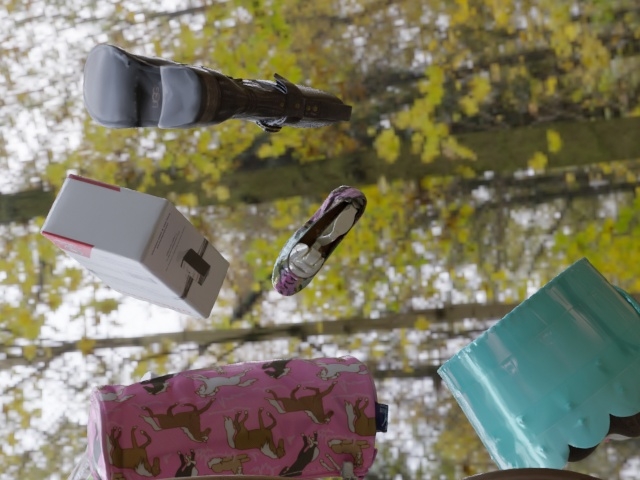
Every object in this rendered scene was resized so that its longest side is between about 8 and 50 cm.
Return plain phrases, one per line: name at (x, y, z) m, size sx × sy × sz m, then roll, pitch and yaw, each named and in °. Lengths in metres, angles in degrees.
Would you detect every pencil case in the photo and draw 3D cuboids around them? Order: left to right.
pencil case at (-0.112, 0.249, 1.499) m, size 0.167 × 0.386 × 0.160 m, roll -131°, pitch 40°, yaw -62°

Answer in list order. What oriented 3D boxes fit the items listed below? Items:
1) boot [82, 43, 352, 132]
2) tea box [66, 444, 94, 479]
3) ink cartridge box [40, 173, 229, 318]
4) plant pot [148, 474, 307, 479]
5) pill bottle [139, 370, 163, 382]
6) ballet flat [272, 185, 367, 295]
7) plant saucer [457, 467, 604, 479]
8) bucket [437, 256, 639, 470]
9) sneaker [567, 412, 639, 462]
boot at (-0.124, -0.163, 1.340) m, size 0.229 × 0.263 × 0.091 m, roll -3°, pitch -74°, yaw -47°
tea box at (-0.194, 0.491, 1.616) m, size 0.329 × 0.324 × 0.220 m, roll 42°, pitch -105°, yaw -44°
ink cartridge box at (-0.294, 0.015, 1.892) m, size 0.114 × 0.197 × 0.273 m, roll -68°, pitch -24°, yaw -16°
plant pot at (-0.113, 0.298, 1.113) m, size 0.237 × 0.237 × 0.109 m, roll 30°, pitch -128°, yaw -58°
pill bottle at (-0.204, 0.293, 1.882) m, size 0.208 × 0.117 × 0.117 m, roll 27°, pitch -126°, yaw -17°
ballet flat at (0.000, 0.000, 1.928) m, size 0.077 × 0.079 × 0.221 m, roll 41°, pitch -98°, yaw -18°
plant saucer at (0.188, 0.322, 1.087) m, size 0.041 × 0.278 × 0.277 m, roll -91°, pitch -20°, yaw -54°
bucket at (0.296, 0.163, 1.452) m, size 0.183 × 0.281 × 0.281 m, roll 53°, pitch -154°, yaw 10°
sneaker at (0.376, 0.289, 1.796) m, size 0.296 × 0.178 × 0.123 m, roll -9°, pitch -98°, yaw -45°
